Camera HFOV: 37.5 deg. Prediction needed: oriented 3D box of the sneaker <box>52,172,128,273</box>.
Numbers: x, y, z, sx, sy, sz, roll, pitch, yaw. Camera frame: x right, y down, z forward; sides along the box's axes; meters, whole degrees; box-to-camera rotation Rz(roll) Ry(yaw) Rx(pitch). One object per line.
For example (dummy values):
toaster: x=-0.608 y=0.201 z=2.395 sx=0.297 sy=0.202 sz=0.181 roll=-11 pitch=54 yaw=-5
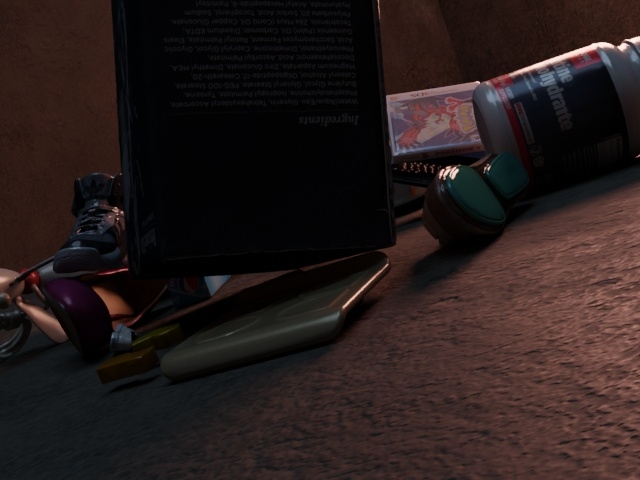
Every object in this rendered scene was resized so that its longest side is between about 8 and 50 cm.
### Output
sneaker: x=-0.358 y=-0.030 z=1.481 sx=0.101 sy=0.153 sz=0.268 roll=-5 pitch=2 yaw=2

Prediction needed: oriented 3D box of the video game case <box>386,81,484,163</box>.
video game case: x=0.213 y=-0.217 z=1.710 sx=0.184 sy=0.023 sz=0.201 roll=-8 pitch=40 yaw=5

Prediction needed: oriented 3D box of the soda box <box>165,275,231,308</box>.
soda box: x=-0.213 y=0.057 z=1.647 sx=0.067 sy=0.071 sz=0.210 roll=-19 pitch=6 yaw=5

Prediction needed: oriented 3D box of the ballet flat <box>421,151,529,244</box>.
ballet flat: x=0.198 y=-0.045 z=1.266 sx=0.106 sy=0.107 sz=0.316 roll=-39 pitch=-10 yaw=28

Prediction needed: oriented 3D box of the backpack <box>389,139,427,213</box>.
backpack: x=0.161 y=-0.130 z=1.869 sx=0.188 sy=0.144 sz=0.166 roll=-33 pitch=15 yaw=-32

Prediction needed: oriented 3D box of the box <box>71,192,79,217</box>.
box: x=-0.298 y=-0.034 z=1.847 sx=0.296 sy=0.073 sz=0.293 roll=3 pitch=-17 yaw=4

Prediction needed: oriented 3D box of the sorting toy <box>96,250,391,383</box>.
sorting toy: x=-0.082 y=0.098 z=1.055 sx=0.307 sy=0.041 sz=0.229 roll=-17 pitch=11 yaw=21

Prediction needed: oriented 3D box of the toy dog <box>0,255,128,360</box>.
toy dog: x=-0.432 y=0.090 z=1.653 sx=0.161 sy=0.220 sz=0.334 roll=26 pitch=43 yaw=35

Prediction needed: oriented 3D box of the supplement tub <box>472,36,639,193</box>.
supplement tub: x=0.391 y=-0.195 z=1.475 sx=0.272 sy=0.191 sz=0.191 roll=-19 pitch=6 yaw=5

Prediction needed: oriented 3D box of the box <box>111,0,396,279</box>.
box: x=-0.120 y=-0.195 z=1.300 sx=0.298 sy=0.471 sz=0.480 roll=-5 pitch=-4 yaw=-16

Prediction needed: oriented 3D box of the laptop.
laptop: x=0.249 y=-0.182 z=1.689 sx=0.234 sy=0.136 sz=0.264 roll=10 pitch=20 yaw=25

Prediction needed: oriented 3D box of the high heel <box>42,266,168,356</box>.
high heel: x=-0.315 y=0.079 z=1.455 sx=0.181 sy=0.127 sz=0.377 roll=-31 pitch=5 yaw=-10

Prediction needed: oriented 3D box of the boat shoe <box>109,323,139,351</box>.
boat shoe: x=-0.270 y=0.137 z=1.313 sx=0.035 sy=0.035 sz=0.100 roll=8 pitch=-1 yaw=-7
